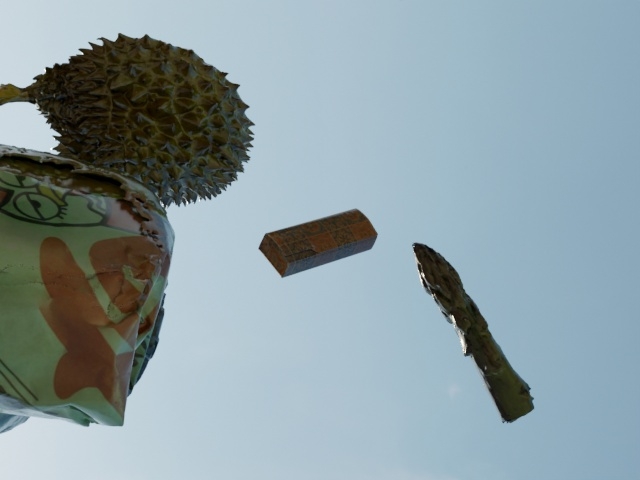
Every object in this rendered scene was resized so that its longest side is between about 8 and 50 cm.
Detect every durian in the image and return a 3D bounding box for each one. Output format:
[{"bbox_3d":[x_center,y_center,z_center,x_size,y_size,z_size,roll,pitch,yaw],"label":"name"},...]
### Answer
[{"bbox_3d":[-0.152,-0.090,0.718,0.208,0.146,0.102,15,-138,-10],"label":"durian"}]

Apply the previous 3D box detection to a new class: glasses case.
[{"bbox_3d":[0.000,0.000,1.639,0.075,0.218,0.049,49,-46,27],"label":"glasses case"}]

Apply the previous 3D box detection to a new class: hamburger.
[{"bbox_3d":[-0.190,0.004,0.566,0.235,0.214,0.125,-82,-163,-60],"label":"hamburger"}]

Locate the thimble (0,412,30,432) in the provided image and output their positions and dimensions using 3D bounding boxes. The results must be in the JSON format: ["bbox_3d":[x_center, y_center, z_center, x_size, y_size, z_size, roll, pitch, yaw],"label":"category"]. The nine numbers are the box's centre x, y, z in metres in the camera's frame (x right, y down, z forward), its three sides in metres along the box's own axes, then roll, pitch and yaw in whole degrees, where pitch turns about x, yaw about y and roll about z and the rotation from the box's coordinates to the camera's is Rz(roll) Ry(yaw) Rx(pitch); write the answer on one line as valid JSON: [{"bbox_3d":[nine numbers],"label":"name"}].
[{"bbox_3d":[-0.327,0.061,0.806,0.198,0.143,0.235,-26,-94,-8],"label":"thimble"}]

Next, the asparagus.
[{"bbox_3d":[0.119,0.070,0.751,0.030,0.036,0.165,-26,-106,-15],"label":"asparagus"}]
